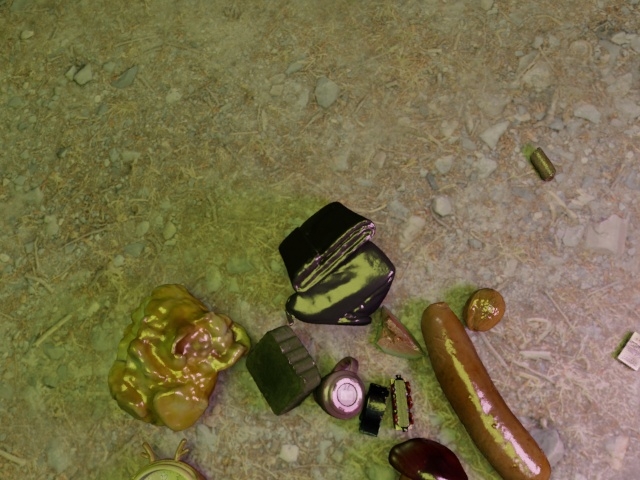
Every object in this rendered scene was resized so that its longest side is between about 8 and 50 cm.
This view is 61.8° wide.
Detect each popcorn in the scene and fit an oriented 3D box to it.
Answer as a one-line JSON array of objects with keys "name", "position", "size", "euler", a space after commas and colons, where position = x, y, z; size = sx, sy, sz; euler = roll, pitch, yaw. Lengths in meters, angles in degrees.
[{"name": "popcorn", "position": [-0.378, 0.310, 1.393], "size": [0.292, 0.293, 0.334], "euler": [36, 83, -29]}]

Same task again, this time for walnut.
[{"name": "walnut", "position": [0.420, 0.181, 1.383], "size": [0.105, 0.105, 0.124], "euler": [31, 81, 15]}]

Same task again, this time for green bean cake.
[{"name": "green bean cake", "position": [-0.094, 0.330, 1.368], "size": [0.094, 0.185, 0.183], "euler": [-17, 63, -38]}]

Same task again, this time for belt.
[{"name": "belt", "position": [0.132, 0.426, 1.347], "size": [0.058, 0.105, 0.140], "euler": [13, 102, 7]}]

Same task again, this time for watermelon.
[{"name": "watermelon", "position": [0.202, 0.261, 1.410], "size": [0.155, 0.080, 0.101], "euler": [36, 91, 0]}]

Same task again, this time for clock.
[{"name": "clock", "position": [-0.388, 0.669, 1.357], "size": [0.235, 0.096, 0.308], "euler": [-8, 74, 7]}]

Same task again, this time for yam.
[{"name": "yam", "position": [0.623, -0.212, 1.495], "size": [0.043, 0.043, 0.094], "euler": [-28, 71, -1]}]

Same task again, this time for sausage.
[{"name": "sausage", "position": [0.385, 0.385, 1.318], "size": [0.136, 0.123, 0.501], "euler": [-29, 72, -3]}]

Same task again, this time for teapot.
[{"name": "teapot", "position": [0.037, 0.372, 1.357], "size": [0.116, 0.146, 0.148], "euler": [2, 77, -22]}]

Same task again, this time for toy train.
[{"name": "toy train", "position": [0.204, 0.413, 1.355], "size": [0.050, 0.087, 0.138], "euler": [-4, 71, -1]}]

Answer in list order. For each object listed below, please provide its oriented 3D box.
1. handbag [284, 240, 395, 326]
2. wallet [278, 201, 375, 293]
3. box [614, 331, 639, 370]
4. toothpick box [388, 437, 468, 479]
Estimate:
[{"name": "handbag", "position": [0.063, 0.146, 1.343], "size": [0.275, 0.302, 0.178], "euler": [-45, 80, -4]}, {"name": "wallet", "position": [0.000, -0.001, 1.342], "size": [0.228, 0.406, 0.062], "euler": [-38, 102, -1]}, {"name": "box", "position": [0.790, 0.279, 1.345], "size": [0.054, 0.024, 0.083], "euler": [36, 82, 16]}, {"name": "toothpick box", "position": [0.224, 0.617, 1.247], "size": [0.192, 0.192, 0.294], "euler": [18, 83, 12]}]
